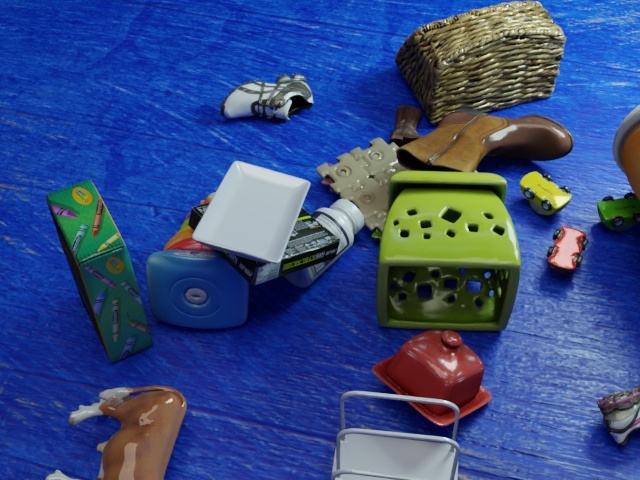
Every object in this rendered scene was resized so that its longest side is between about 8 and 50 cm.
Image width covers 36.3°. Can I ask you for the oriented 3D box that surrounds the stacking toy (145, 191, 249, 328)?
[{"bbox_3d":[-0.200,0.002,1.761,0.175,0.165,0.301,4,39,2],"label":"stacking toy"}]

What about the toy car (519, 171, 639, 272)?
[{"bbox_3d":[0.500,-0.037,1.804,0.225,0.053,0.239,-8,51,-4],"label":"toy car"}]

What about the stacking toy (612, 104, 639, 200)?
[{"bbox_3d":[0.667,0.004,1.600,0.351,0.350,0.479,4,64,6],"label":"stacking toy"}]

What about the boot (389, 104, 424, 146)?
[{"bbox_3d":[0.199,-0.234,1.997,0.106,0.037,0.114,10,47,8],"label":"boot"}]

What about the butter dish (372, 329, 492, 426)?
[{"bbox_3d":[0.192,0.196,1.557,0.160,0.118,0.160,37,34,31],"label":"butter dish"}]

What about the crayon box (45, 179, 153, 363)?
[{"bbox_3d":[-0.364,0.056,1.621,0.081,0.278,0.165,-23,52,-17],"label":"crayon box"}]

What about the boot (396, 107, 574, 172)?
[{"bbox_3d":[0.315,-0.176,1.830,0.264,0.096,0.280,22,29,21],"label":"boot"}]

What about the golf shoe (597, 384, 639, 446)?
[{"bbox_3d":[0.530,0.266,1.551,0.186,0.067,0.086,-16,83,-16],"label":"golf shoe"}]

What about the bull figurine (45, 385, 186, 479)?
[{"bbox_3d":[-0.309,0.358,1.482,0.189,0.101,0.310,8,51,12],"label":"bull figurine"}]

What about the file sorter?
[{"bbox_3d":[0.101,0.375,1.402,0.193,0.173,0.277,5,50,6],"label":"file sorter"}]

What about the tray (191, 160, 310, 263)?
[{"bbox_3d":[-0.111,-0.044,1.627,0.145,0.030,0.270,15,34,2],"label":"tray"}]

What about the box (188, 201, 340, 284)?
[{"bbox_3d":[-0.095,-0.013,1.656,0.191,0.045,0.184,-18,44,-40],"label":"box"}]

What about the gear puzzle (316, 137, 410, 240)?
[{"bbox_3d":[0.151,-0.057,1.850,0.175,0.044,0.339,-28,57,-21],"label":"gear puzzle"}]

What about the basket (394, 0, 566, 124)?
[{"bbox_3d":[0.324,-0.409,2.019,0.299,0.213,0.223,-15,52,-10],"label":"basket"}]

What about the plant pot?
[{"bbox_3d":[0.210,0.011,1.649,0.228,0.227,0.207,1,58,3],"label":"plant pot"}]

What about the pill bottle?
[{"bbox_3d":[0.000,0.000,1.770,0.094,0.094,0.169,33,59,26],"label":"pill bottle"}]

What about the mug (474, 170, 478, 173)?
[{"bbox_3d":[0.265,-0.099,1.863,0.078,0.062,0.064,11,58,-12],"label":"mug"}]

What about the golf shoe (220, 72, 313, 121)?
[{"bbox_3d":[-0.109,-0.287,2.028,0.198,0.077,0.094,-20,52,-12],"label":"golf shoe"}]
